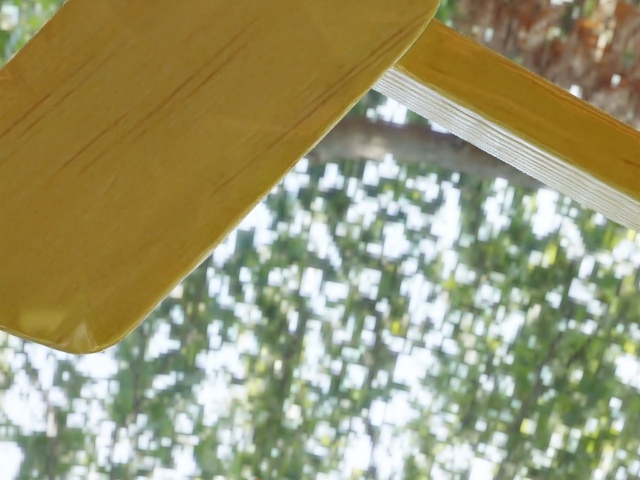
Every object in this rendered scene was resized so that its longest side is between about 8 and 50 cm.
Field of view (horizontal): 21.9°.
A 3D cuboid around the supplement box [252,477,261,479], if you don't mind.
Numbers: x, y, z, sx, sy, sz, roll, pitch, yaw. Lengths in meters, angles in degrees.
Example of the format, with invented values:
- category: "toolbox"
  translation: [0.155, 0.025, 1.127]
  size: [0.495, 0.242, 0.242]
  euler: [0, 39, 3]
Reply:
- category: "supplement box"
  translation: [-0.021, 0.216, 1.127]
  size: [0.098, 0.062, 0.036]
  euler: [30, -157, 17]

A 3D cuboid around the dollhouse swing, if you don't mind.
- category: "dollhouse swing"
  translation: [0.000, 0.000, 0.843]
  size: [0.305, 0.315, 0.347]
  euler: [44, -178, -4]
